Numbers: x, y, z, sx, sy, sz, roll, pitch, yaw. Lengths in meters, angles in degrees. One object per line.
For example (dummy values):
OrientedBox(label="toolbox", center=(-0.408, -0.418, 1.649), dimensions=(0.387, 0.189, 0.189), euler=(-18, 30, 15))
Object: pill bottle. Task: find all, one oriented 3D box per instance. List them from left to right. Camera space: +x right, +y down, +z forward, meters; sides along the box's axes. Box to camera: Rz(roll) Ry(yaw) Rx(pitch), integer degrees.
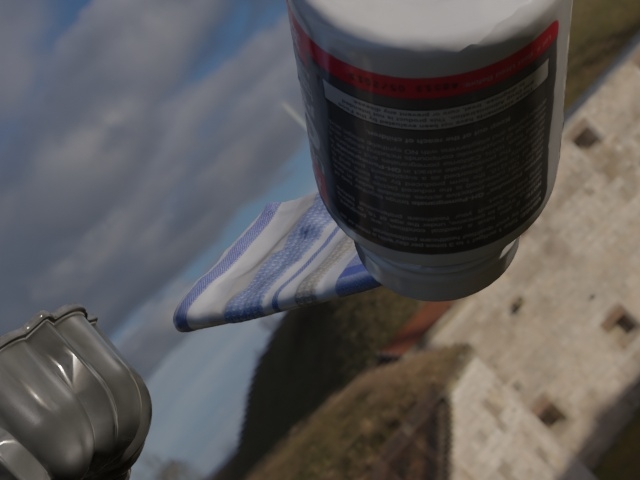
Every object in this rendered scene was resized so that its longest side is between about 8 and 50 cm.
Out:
OrientedBox(label="pill bottle", center=(0.076, -0.092, 0.952), dimensions=(0.176, 0.176, 0.318), euler=(-43, -27, -20))

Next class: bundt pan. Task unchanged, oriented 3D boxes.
OrientedBox(label="bundt pan", center=(-0.272, 0.219, 1.252), dimensions=(0.331, 0.124, 0.331), euler=(-50, -11, -14))

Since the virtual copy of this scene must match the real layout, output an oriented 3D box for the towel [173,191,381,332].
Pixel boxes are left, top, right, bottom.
OrientedBox(label="towel", center=(0.000, 0.000, 1.342), dimensions=(0.285, 0.034, 0.209), euler=(-15, 26, 43))
